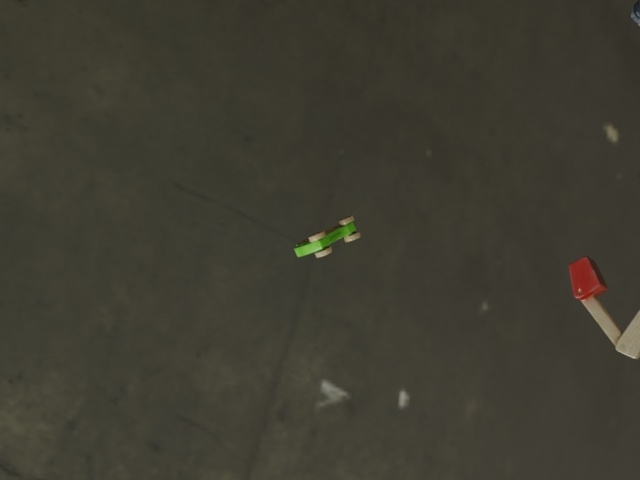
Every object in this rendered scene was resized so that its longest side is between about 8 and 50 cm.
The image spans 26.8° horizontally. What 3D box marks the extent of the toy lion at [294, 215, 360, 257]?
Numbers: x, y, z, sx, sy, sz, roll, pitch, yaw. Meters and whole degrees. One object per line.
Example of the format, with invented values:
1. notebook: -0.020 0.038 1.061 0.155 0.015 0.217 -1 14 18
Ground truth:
1. toy lion: 0.000 0.000 1.864 0.100 0.096 0.034 -28 97 -44

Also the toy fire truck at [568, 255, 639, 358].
1. toy fire truck: 0.378 0.092 1.534 0.047 0.135 0.192 23 45 -66

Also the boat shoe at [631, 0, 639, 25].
1. boat shoe: 0.501 -0.346 1.811 0.183 0.083 0.065 -20 70 -22
